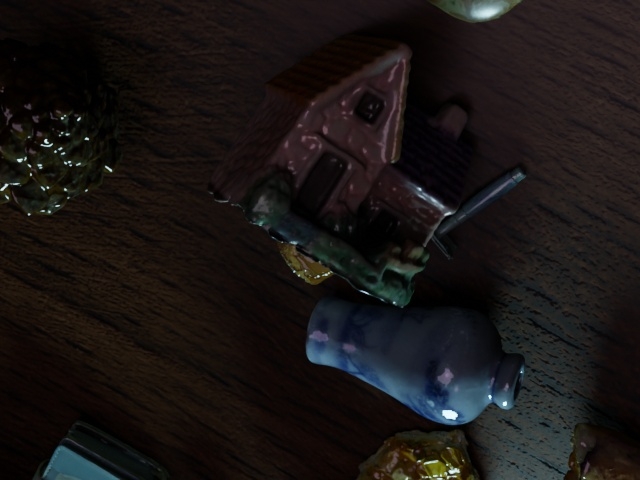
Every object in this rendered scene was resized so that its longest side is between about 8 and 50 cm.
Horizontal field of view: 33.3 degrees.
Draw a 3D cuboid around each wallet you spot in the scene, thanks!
[{"bbox_3d":[-0.351,0.395,1.598,0.176,0.075,0.250,30,121,-4],"label":"wallet"}]

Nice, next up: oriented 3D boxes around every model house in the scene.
[{"bbox_3d":[0.045,-0.087,1.138,0.237,0.202,0.237,31,91,-16],"label":"model house"}]

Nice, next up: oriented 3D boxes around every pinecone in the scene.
[{"bbox_3d":[-0.347,-0.137,1.268,0.201,0.229,0.202,38,108,43],"label":"pinecone"}]

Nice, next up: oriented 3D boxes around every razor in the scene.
[{"bbox_3d":[0.179,-0.041,1.233,0.135,0.040,0.068,-38,98,24],"label":"razor"}]

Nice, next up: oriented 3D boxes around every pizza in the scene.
[{"bbox_3d":[0.383,0.347,1.314,0.161,0.085,0.305,-30,104,6],"label":"pizza"},{"bbox_3d":[0.147,0.308,1.392,0.182,0.062,0.161,29,114,6],"label":"pizza"}]

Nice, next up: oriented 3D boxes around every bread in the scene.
[{"bbox_3d":[0.000,0.000,1.288,0.070,0.076,0.083,-38,97,32],"label":"bread"}]

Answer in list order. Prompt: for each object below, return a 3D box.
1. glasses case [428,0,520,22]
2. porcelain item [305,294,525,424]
[{"bbox_3d":[0.043,-0.381,1.082,0.425,0.098,0.156,34,123,1],"label":"glasses case"},{"bbox_3d":[0.114,0.136,1.287,0.259,0.141,0.141,15,118,22],"label":"porcelain item"}]
